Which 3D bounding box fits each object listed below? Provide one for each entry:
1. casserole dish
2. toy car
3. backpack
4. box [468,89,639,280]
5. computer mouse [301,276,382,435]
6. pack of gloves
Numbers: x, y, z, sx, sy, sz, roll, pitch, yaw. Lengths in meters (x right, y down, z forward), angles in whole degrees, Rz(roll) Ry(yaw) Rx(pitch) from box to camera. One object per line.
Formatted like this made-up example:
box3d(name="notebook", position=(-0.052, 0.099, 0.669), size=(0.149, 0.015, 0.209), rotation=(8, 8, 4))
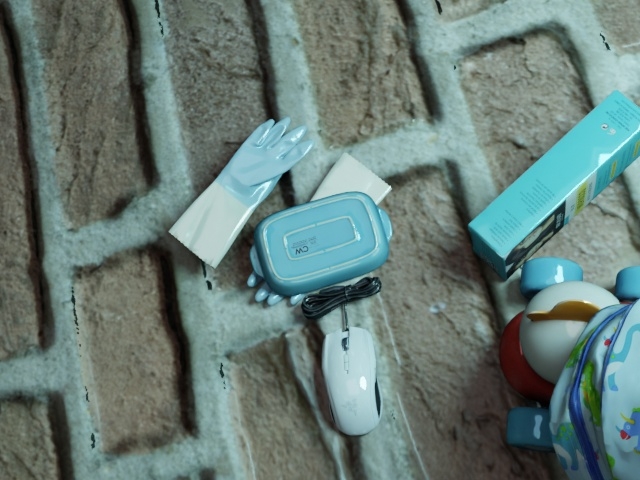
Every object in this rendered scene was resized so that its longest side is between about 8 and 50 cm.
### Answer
box3d(name="casserole dish", position=(0.000, 0.000, 1.186), size=(0.189, 0.037, 0.114), rotation=(-17, 78, 0))
box3d(name="toy car", position=(0.293, 0.109, 0.984), size=(0.210, 0.238, 0.219), rotation=(5, 73, 15))
box3d(name="backpack", position=(0.369, 0.197, 0.831), size=(0.273, 0.355, 0.290), rotation=(19, 66, 39))
box3d(name="box", position=(0.290, -0.065, 1.122), size=(0.244, 0.100, 0.060), rotation=(-43, 68, -3))
box3d(name="computer mouse", position=(0.036, 0.141, 1.141), size=(0.106, 0.042, 0.192), rotation=(-11, 68, 8))
box3d(name="pack of gloves", position=(-0.052, -0.037, 1.237), size=(0.195, 0.046, 0.232), rotation=(38, 83, 8))
